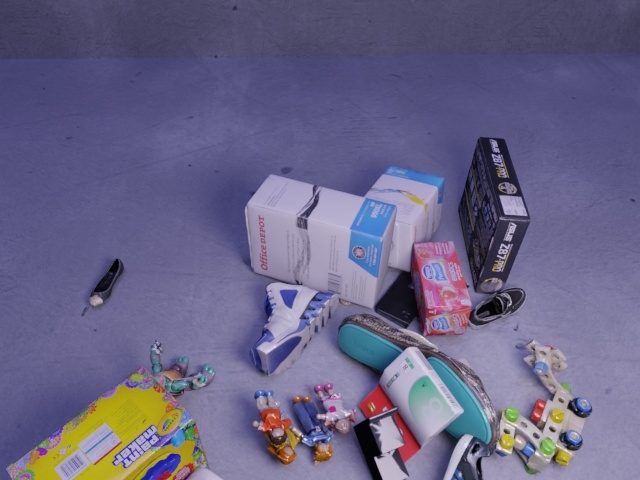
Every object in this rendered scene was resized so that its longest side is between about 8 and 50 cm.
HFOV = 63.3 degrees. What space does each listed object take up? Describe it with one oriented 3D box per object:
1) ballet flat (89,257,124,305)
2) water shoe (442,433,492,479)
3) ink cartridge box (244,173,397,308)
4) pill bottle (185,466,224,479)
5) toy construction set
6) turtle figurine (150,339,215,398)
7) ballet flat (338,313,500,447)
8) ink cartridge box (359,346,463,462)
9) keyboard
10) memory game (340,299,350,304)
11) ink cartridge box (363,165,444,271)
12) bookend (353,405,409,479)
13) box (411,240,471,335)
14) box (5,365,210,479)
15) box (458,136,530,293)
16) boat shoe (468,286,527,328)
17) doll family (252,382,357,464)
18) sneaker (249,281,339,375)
[{"bbox_3d":[-0.645,0.124,1.555,0.058,0.049,0.173,7,45,6],"label":"ballet flat"},{"bbox_3d":[0.305,0.521,1.105,0.080,0.073,0.203,17,87,31],"label":"water shoe"},{"bbox_3d":[0.000,0.000,1.521,0.395,0.285,0.166,16,45,14],"label":"ink cartridge box"},{"bbox_3d":[-0.282,0.610,0.993,0.169,0.169,0.301,29,51,24],"label":"pill bottle"},{"bbox_3d":[0.525,0.411,1.253,0.215,0.151,0.327,26,60,23],"label":"toy construction set"},{"bbox_3d":[-0.351,0.320,1.247,0.175,0.234,0.118,34,86,14],"label":"turtle figurine"},{"bbox_3d":[0.263,0.316,1.312,0.483,0.164,0.182,29,27,35],"label":"ballet flat"},{"bbox_3d":[0.192,0.387,1.201,0.056,0.224,0.181,16,31,-50],"label":"ink cartridge box"},{"bbox_3d":[0.325,0.153,1.578,0.202,0.033,0.317,24,49,28],"label":"keyboard"},{"bbox_3d":[0.076,0.126,1.609,0.186,0.012,0.186,1,45,-1],"label":"memory game"},{"bbox_3d":[0.254,-0.075,1.675,0.197,0.198,0.270,18,46,25],"label":"ink cartridge box"},{"bbox_3d":[0.148,0.461,1.138,0.072,0.157,0.156,-16,67,-17],"label":"bookend"},{"bbox_3d":[0.337,0.133,1.482,0.123,0.128,0.256,-2,42,1],"label":"box"},{"bbox_3d":[-0.403,0.469,1.052,0.177,0.279,0.290,33,53,28],"label":"box"},{"bbox_3d":[0.526,-0.082,1.620,0.097,0.318,0.395,4,44,0],"label":"box"},{"bbox_3d":[0.524,0.190,1.510,0.219,0.070,0.077,-25,67,-21],"label":"boat shoe"},{"bbox_3d":[-0.043,0.445,1.229,0.263,0.118,0.163,1,35,-27],"label":"doll family"},{"bbox_3d":[-0.108,0.221,1.440,0.182,0.127,0.315,25,42,26],"label":"sneaker"}]
